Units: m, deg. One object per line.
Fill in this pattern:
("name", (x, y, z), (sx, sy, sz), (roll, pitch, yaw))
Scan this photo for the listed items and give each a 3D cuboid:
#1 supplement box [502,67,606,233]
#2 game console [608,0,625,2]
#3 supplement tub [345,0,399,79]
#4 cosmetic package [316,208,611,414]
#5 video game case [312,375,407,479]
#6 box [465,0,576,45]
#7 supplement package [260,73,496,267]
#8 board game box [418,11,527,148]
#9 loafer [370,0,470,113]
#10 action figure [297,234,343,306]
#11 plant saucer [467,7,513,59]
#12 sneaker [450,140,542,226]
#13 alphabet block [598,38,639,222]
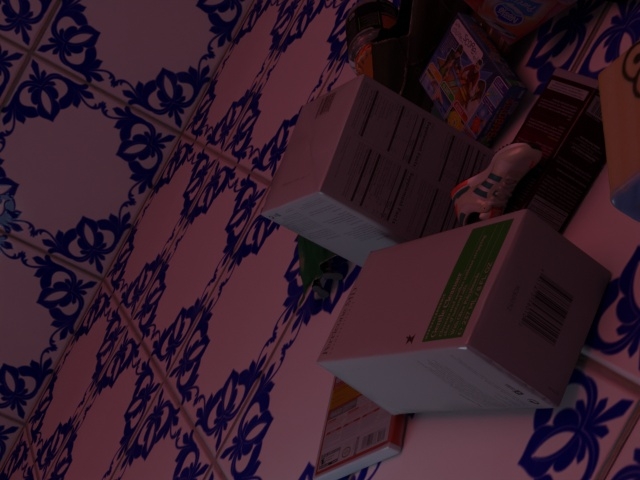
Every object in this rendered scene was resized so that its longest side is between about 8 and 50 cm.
("supplement box", (0.305, -0.103, 1.597), (0.239, 0.073, 0.130), (-59, 22, 6))
("game console", (0.408, -0.433, 1.805), (0.213, 0.044, 0.361), (-59, 22, 8))
("supplement tub", (0.109, -0.381, 2.323), (0.117, 0.117, 0.190), (-50, 24, 29))
("cosmetic package", (0.171, 0.104, 1.529), (0.366, 0.155, 0.197), (-18, 42, 59))
("video game case", (0.076, 0.212, 1.805), (0.204, 0.025, 0.285), (-36, 33, 49))
("box", (0.287, -0.460, 1.803), (0.154, 0.142, 0.299), (-33, 37, 31))
("supplement package", (0.092, -0.082, 1.794), (0.199, 0.263, 0.198), (-17, 49, 62))
("board game box", (0.234, -0.244, 1.875), (0.136, 0.035, 0.201), (-59, 38, 32))
("loafer", (0.134, -0.306, 2.032), (0.134, 0.130, 0.365), (-129, 57, -68))
("action figure", (0.000, 0.000, 2.183), (0.137, 0.064, 0.232), (-50, 28, 33))
("plant saucer", (0.255, -0.355, 1.994), (0.278, 0.041, 0.277), (-163, 90, -71))
("sneaker", (0.233, -0.063, 1.556), (0.161, 0.057, 0.075), (-39, 48, 44))
("alphabet block", (0.412, -0.114, 1.201), (0.192, 0.193, 0.197), (-41, 29, 40))
